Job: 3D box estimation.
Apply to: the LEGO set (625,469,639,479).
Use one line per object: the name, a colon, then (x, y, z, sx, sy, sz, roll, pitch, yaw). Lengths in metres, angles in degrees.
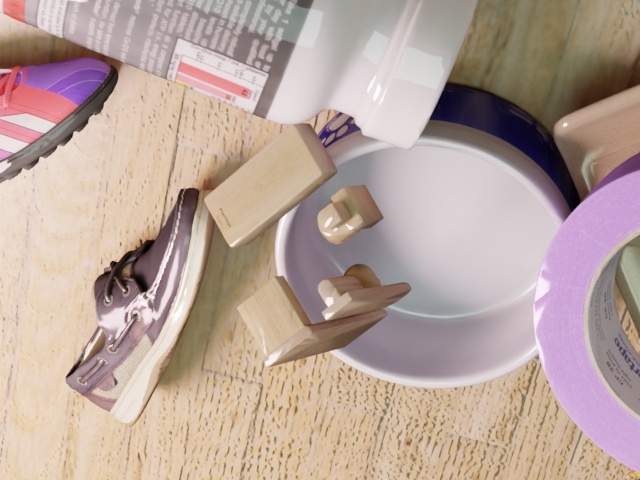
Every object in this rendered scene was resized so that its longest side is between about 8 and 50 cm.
LEGO set: (0.440, 0.275, 1.683, 0.255, 0.192, 0.331, -22, 116, 23)

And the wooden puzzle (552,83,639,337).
wooden puzzle: (0.401, -0.003, 1.499, 0.322, 0.080, 0.348, -22, 98, 28)

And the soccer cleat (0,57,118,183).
soccer cleat: (-0.327, -0.106, 1.638, 0.318, 0.108, 0.116, -22, 113, 26)

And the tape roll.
tape roll: (0.313, 0.058, 1.461, 0.275, 0.090, 0.274, 7, 110, 20)

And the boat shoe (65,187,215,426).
boat shoe: (-0.171, 0.060, 1.718, 0.092, 0.103, 0.285, 19, 131, -8)

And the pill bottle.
pill bottle: (-0.065, -0.216, 1.447, 0.363, 0.210, 0.210, 22, 124, -4)

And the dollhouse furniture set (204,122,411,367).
dollhouse furniture set: (0.000, 0.000, 1.561, 0.144, 0.123, 0.151, -38, 74, 30)

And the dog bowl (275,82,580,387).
dog bowl: (0.099, -0.003, 1.620, 0.265, 0.104, 0.265, 5, 124, 8)
